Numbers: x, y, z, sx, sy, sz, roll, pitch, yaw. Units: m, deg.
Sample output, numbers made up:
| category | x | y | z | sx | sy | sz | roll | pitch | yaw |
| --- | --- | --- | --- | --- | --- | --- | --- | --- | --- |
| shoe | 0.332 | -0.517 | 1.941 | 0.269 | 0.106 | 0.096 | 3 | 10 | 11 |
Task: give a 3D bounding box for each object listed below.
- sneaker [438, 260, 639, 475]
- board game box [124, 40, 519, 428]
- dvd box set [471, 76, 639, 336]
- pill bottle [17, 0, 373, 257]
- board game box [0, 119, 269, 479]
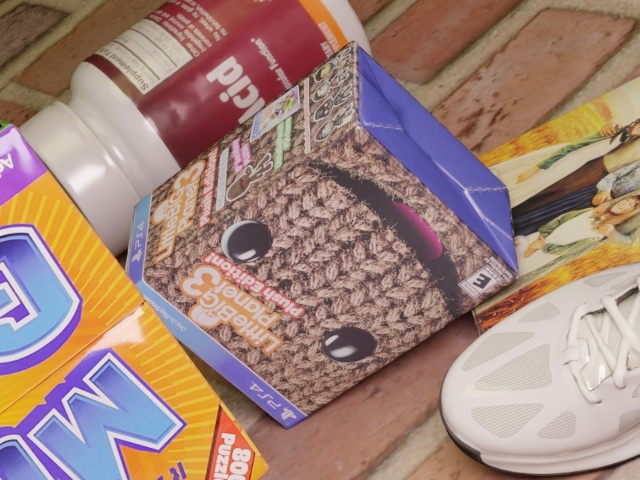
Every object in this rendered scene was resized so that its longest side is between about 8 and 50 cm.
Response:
| category | x | y | z | sx | sy | sz | roll | pitch | yaw |
| --- | --- | --- | --- | --- | --- | --- | --- | --- | --- |
| sneaker | 0.273 | 0.040 | 1.513 | 0.448 | 0.257 | 0.169 | -21 | 62 | 15 |
| board game box | 0.000 | 0.000 | 1.800 | 0.291 | 0.232 | 0.141 | -36 | 29 | 25 |
| dvd box set | 0.324 | -0.056 | 1.836 | 0.420 | 0.062 | 0.307 | -26 | 31 | 9 |
| pill bottle | -0.150 | -0.166 | 2.254 | 0.392 | 0.224 | 0.224 | -38 | 31 | -12 |
| board game box | -0.324 | 0.134 | 1.649 | 0.356 | 0.356 | 0.356 | -38 | 15 | -9 |
